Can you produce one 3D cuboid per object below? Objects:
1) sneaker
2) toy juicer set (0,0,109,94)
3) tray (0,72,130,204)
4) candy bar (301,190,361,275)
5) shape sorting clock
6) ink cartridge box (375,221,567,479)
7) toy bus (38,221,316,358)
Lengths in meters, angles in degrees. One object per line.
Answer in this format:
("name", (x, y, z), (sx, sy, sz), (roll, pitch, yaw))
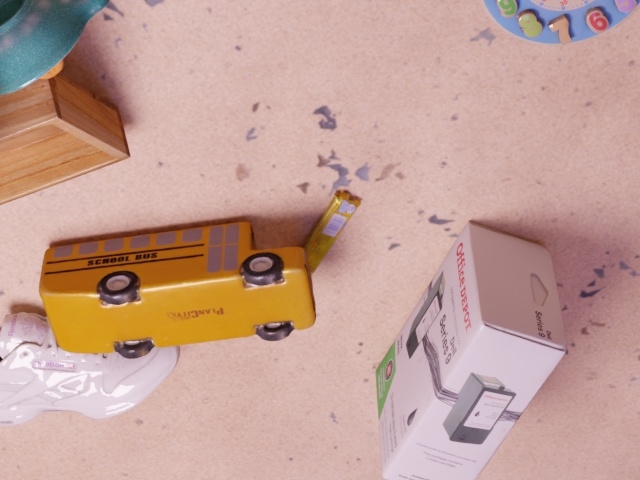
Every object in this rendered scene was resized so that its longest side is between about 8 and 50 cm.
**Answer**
("sneaker", (-0.338, 0.160, 1.953), (0.305, 0.114, 0.152), (-11, 130, 7))
("toy juicer set", (-0.322, -0.215, 1.570), (0.329, 0.209, 0.089), (-50, 127, -15))
("tray", (-0.448, -0.081, 1.716), (0.411, 0.076, 0.203), (-20, 166, 12))
("candy bar", (0.000, 0.000, 1.901), (0.040, 0.018, 0.161), (19, 125, -21))
("shape sorting clock", (0.275, -0.301, 1.656), (0.206, 0.040, 0.206), (-1, 129, -1))
("ink cartridge box", (0.185, 0.153, 1.912), (0.121, 0.211, 0.289), (18, 125, -15))
("toy bus", (-0.176, 0.059, 1.869), (0.332, 0.130, 0.108), (-8, 128, 4))
